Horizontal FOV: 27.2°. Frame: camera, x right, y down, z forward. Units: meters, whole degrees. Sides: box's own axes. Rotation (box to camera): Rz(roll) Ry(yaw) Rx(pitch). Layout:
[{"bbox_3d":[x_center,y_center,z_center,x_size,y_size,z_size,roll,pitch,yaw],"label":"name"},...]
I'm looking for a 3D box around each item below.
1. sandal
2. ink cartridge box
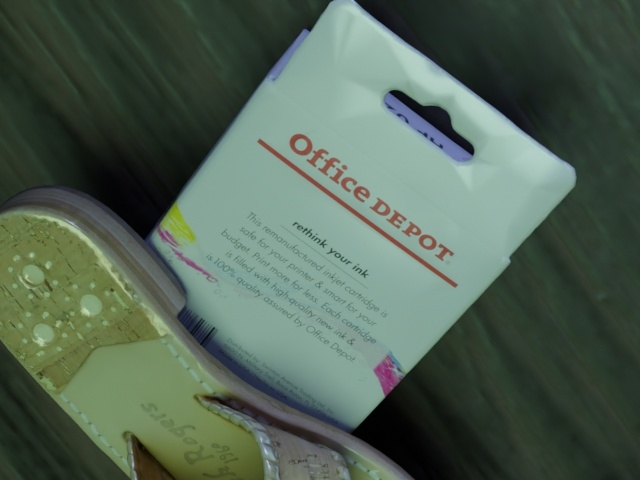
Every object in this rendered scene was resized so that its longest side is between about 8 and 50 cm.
[{"bbox_3d":[-0.040,0.090,0.459,0.088,0.079,0.240,-37,104,27],"label":"sandal"},{"bbox_3d":[0.000,0.000,0.487,0.104,0.061,0.181,36,118,-7],"label":"ink cartridge box"}]
